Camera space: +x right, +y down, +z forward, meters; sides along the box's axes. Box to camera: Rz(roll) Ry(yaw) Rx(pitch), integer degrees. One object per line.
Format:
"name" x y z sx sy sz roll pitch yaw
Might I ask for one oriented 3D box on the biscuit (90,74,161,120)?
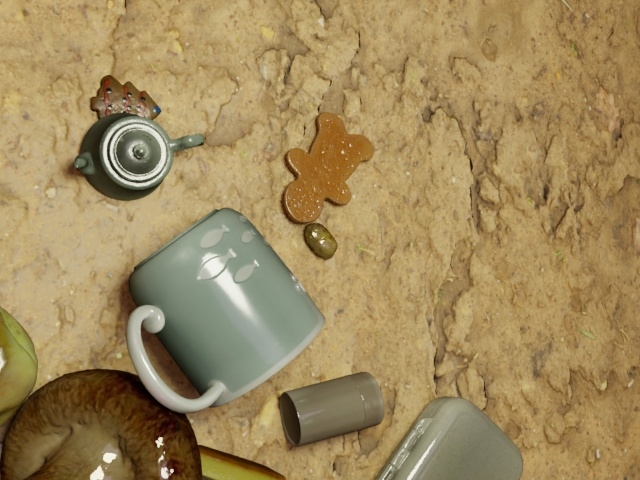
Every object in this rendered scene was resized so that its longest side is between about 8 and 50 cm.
"biscuit" -0.362 -0.251 1.380 0.130 0.019 0.119 0 84 -24

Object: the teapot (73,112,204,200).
"teapot" -0.321 -0.157 1.306 0.239 0.149 0.162 -14 96 -24

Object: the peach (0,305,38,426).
"peach" -0.563 0.211 1.138 0.235 0.214 0.214 -42 101 -14

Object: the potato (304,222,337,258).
"potato" 0.000 0.000 1.500 0.051 0.040 0.083 -39 98 -13

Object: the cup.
"cup" -0.197 0.125 1.255 0.274 0.259 0.356 55 37 -5

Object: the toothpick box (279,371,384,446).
"toothpick box" 0.023 0.326 1.435 0.180 0.111 0.111 -9 88 -24

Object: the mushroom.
"mushroom" -0.380 0.357 1.142 0.334 0.331 0.356 -43 141 7

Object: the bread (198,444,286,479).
"bread" -0.178 0.415 1.350 0.226 0.088 0.049 25 78 -18

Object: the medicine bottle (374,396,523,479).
"medicine bottle" 0.239 0.520 1.501 0.282 0.123 0.375 44 68 -12

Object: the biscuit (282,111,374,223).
"biscuit" 0.001 -0.141 1.520 0.165 0.036 0.250 36 68 -16
